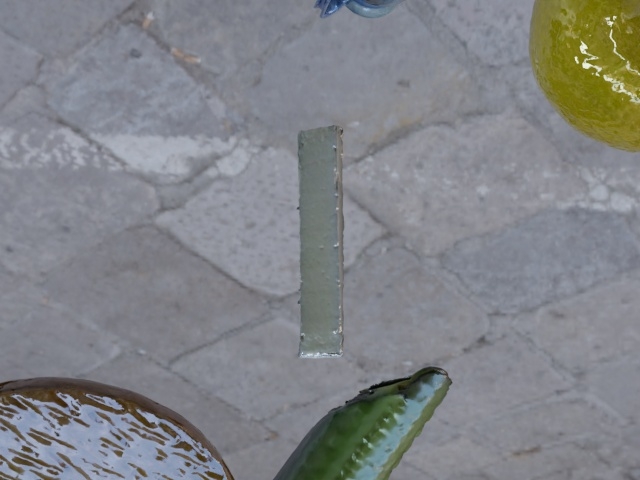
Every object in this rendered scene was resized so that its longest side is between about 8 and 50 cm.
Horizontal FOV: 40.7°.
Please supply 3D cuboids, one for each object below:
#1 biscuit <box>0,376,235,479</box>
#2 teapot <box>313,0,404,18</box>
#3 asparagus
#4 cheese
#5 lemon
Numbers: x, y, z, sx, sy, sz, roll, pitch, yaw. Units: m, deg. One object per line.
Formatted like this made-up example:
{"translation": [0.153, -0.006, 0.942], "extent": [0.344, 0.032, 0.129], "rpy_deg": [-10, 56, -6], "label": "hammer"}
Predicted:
{"translation": [-0.183, 0.204, 0.609], "extent": [0.262, 0.037, 0.262], "rpy_deg": [-4, 115, -9], "label": "biscuit"}
{"translation": [0.033, -0.144, 0.454], "extent": [0.049, 0.063, 0.083], "rpy_deg": [26, 168, -9], "label": "teapot"}
{"translation": [0.007, 0.275, 0.983], "extent": [0.108, 0.128, 0.382], "rpy_deg": [33, 98, -12], "label": "asparagus"}
{"translation": [0.000, 0.000, 1.474], "extent": [0.085, 0.400, 0.034], "rpy_deg": [-3, 172, 22], "label": "cheese"}
{"translation": [0.259, -0.160, 0.686], "extent": [0.187, 0.244, 0.186], "rpy_deg": [2, 101, 10], "label": "lemon"}
